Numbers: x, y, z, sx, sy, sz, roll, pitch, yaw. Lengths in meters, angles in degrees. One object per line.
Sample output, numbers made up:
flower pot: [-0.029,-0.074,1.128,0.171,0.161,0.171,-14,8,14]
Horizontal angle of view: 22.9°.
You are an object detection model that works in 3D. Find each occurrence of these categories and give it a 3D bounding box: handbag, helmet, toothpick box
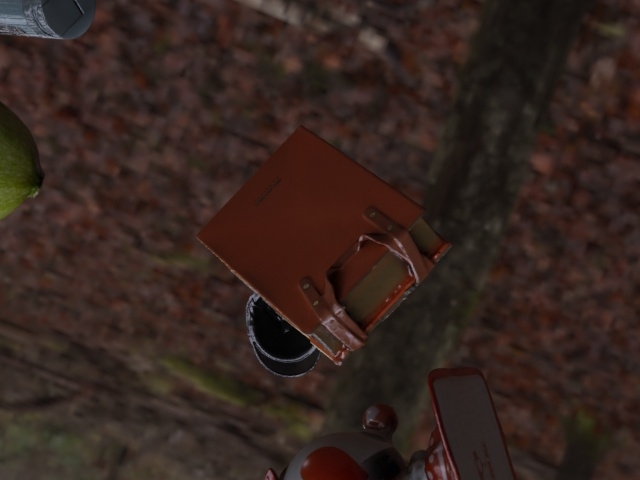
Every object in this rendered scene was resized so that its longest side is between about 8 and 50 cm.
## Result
handbag: [0.000,0.000,1.203,0.063,0.127,0.190,47,175,-39]
helmet: [-0.027,0.067,1.307,0.065,0.084,0.049,-6,-165,9]
toothpick box: [-0.209,-0.173,1.149,0.083,0.052,0.052,9,166,42]

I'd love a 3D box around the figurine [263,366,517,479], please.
figurine: [0.046,0.233,1.414,0.226,0.183,0.160,-20,169,20]

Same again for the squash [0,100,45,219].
squash: [-0.275,-0.055,1.035,0.186,0.123,0.123,9,173,-3]
